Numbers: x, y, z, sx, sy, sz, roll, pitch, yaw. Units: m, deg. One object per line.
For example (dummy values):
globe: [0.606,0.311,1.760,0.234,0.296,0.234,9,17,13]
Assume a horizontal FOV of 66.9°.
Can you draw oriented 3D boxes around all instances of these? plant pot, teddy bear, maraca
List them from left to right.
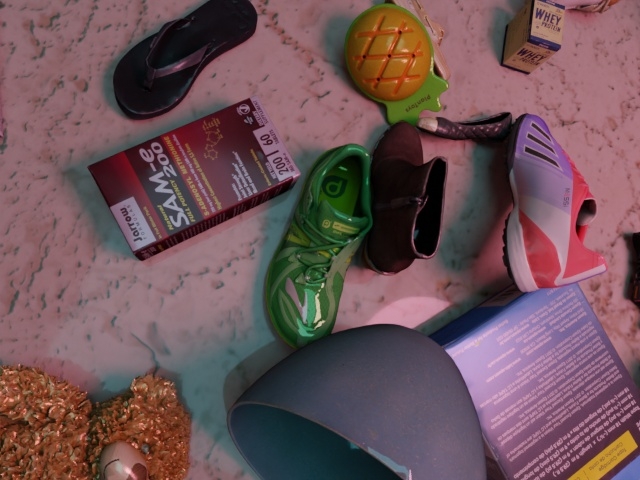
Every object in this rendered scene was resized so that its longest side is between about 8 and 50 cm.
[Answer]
teddy bear: [-0.321,0.256,0.540,0.338,0.113,0.245,12,80,-10]
plant pot: [0.067,0.212,0.567,0.290,0.290,0.195,43,52,-2]
maraca: [0.115,-0.263,0.735,0.127,0.099,0.185,-31,105,21]

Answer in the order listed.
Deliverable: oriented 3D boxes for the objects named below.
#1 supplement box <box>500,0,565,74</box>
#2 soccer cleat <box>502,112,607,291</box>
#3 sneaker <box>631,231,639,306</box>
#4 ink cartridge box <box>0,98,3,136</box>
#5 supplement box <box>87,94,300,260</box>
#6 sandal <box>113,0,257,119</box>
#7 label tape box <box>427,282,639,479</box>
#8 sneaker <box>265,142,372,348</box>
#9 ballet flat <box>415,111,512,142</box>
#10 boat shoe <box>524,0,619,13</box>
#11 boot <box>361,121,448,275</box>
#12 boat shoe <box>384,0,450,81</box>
supplement box: [0.353,-0.340,0.808,0.056,0.083,0.083,13,77,-9]
soccer cleat: [0.333,-0.070,0.697,0.108,0.116,0.318,48,45,-37]
sneaker: [0.544,0.071,0.787,0.077,0.072,0.178,-14,78,-4]
ink cartridge box: [-0.478,-0.235,0.626,0.097,0.046,0.207,-6,81,-15]
supplement box: [-0.164,-0.085,0.655,0.239,0.073,0.130,-28,87,-15]
sandal: [-0.196,-0.277,0.691,0.097,0.054,0.254,41,74,-3]
label tape box: [0.317,0.241,0.684,0.241,0.106,0.333,-27,87,-16]
sneaker: [0.000,0.000,0.649,0.110,0.123,0.295,14,78,-10]
ballet flat: [0.224,-0.183,0.760,0.173,0.057,0.049,-3,115,-23]
boat shoe: [0.493,-0.461,0.847,0.302,0.113,0.103,-32,82,-17]
boot: [0.124,-0.076,0.646,0.090,0.207,0.248,15,77,-10]
boat shoe: [0.168,-0.329,0.776,0.059,0.063,0.170,-29,86,-10]
